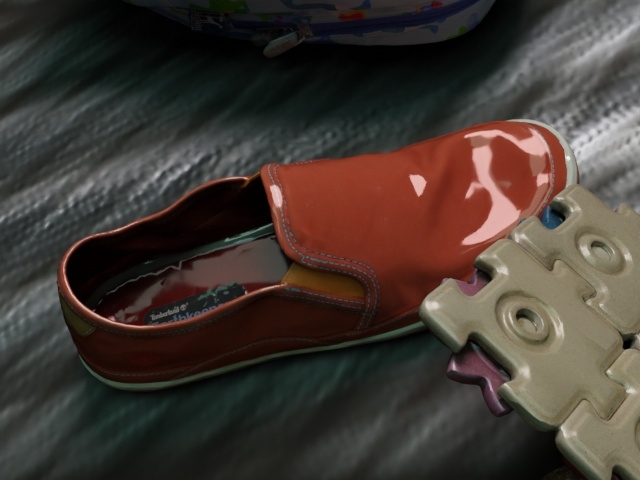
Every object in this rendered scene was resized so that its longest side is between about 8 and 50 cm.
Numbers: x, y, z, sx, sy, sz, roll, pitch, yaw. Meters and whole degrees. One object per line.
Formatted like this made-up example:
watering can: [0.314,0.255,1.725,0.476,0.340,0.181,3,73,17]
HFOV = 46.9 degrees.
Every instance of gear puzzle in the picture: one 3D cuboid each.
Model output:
gear puzzle: [0.207,0.117,0.348,0.339,0.044,0.175,44,49,17]

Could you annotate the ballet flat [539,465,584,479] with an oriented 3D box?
ballet flat: [0.124,0.200,0.322,0.073,0.067,0.206,-7,59,7]

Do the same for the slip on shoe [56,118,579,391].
slip on shoe: [0.000,0.000,0.445,0.332,0.101,0.123,-18,57,-1]

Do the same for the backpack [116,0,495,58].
backpack: [-0.009,-0.281,0.543,0.356,0.273,0.290,1,56,37]
